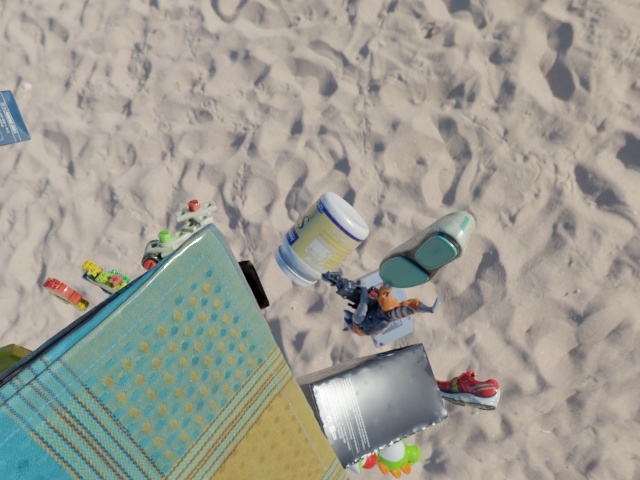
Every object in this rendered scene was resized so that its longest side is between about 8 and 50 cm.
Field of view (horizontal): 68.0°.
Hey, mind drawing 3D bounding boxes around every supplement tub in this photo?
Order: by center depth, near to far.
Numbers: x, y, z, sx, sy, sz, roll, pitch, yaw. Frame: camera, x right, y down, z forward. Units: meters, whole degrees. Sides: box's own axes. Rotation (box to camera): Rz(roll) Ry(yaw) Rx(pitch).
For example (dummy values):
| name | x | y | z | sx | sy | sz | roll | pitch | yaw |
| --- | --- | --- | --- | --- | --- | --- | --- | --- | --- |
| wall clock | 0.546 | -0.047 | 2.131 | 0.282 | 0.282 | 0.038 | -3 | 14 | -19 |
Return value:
| name | x | y | z | sx | sy | sz | roll | pitch | yaw |
| --- | --- | --- | --- | --- | --- | --- | --- | --- | --- |
| supplement tub | 0.000 | 0.000 | 1.864 | 0.331 | 0.241 | 0.241 | -45 | 63 | 16 |

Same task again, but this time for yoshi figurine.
| name | x | y | z | sx | sy | sz | roll | pitch | yaw |
| --- | --- | --- | --- | --- | --- | --- | --- | --- | --- |
| yoshi figurine | 0.144 | 0.610 | 1.492 | 0.361 | 0.203 | 0.203 | 20 | 73 | -20 |

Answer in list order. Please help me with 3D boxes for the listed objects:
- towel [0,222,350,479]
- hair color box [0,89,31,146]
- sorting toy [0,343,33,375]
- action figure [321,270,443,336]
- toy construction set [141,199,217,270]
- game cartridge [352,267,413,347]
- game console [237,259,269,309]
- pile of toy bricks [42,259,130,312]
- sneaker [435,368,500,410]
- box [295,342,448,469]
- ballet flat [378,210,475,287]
| name | x | y | z | sx | sy | sz | roll | pitch | yaw |
| --- | --- | --- | --- | --- | --- | --- | --- | --- | --- |
| towel | -0.103 | 0.212 | 0.374 | 0.040 | 0.371 | 0.271 | 5 | 37 | 44 |
| hair color box | -0.732 | -0.182 | 0.834 | 0.173 | 0.347 | 0.105 | -4 | 111 | 24 |
| sorting toy | -0.432 | 0.180 | 0.465 | 0.306 | 0.229 | 0.041 | -17 | 36 | -18 |
| action figure | 0.163 | 0.205 | 1.505 | 0.341 | 0.330 | 0.179 | 25 | 48 | -22 |
| toy construction set | -0.323 | 0.064 | 1.216 | 0.214 | 0.328 | 0.151 | -9 | 22 | 0 |
| game cartridge | 0.256 | 0.259 | 1.898 | 0.195 | 0.060 | 0.295 | -22 | 99 | -9 |
| game console | -0.350 | 0.195 | 1.809 | 0.043 | 0.361 | 0.213 | -31 | 78 | 32 |
| pile of toy bricks | -0.307 | 0.077 | 0.724 | 0.212 | 0.105 | 0.118 | 24 | 63 | 7 |
| sneaker | 0.482 | 0.494 | 1.608 | 0.278 | 0.107 | 0.119 | -5 | 56 | 49 |
| box | 0.055 | 0.389 | 1.123 | 0.312 | 0.343 | 0.179 | -9 | 76 | -32 |
| ballet flat | 0.124 | 0.014 | 0.552 | 0.057 | 0.168 | 0.052 | 42 | 64 | -3 |
